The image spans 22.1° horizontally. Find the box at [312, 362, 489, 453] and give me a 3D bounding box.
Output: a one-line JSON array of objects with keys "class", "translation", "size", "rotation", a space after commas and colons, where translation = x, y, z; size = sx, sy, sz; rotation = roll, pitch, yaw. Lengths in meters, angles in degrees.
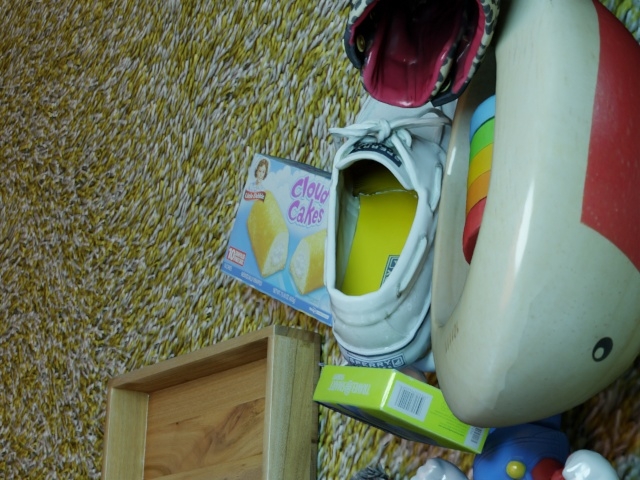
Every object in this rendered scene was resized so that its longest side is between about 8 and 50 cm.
[{"class": "box", "translation": [0.068, 0.150, 1.488], "size": [0.178, 0.109, 0.042], "rotation": [-6, 61, 68]}]

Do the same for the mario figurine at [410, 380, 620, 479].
[{"class": "mario figurine", "translation": [0.166, 0.212, 1.445], "size": [0.198, 0.170, 0.320], "rotation": [86, 177, -48]}]

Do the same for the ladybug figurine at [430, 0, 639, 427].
[{"class": "ladybug figurine", "translation": [0.200, -0.041, 1.407], "size": [0.305, 0.162, 0.449], "rotation": [109, 171, -56]}]

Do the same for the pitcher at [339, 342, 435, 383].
[{"class": "pitcher", "translation": [0.093, 0.054, 1.641], "size": [0.178, 0.125, 0.207], "rotation": [-27, 42, 50]}]

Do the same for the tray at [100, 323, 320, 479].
[{"class": "tray", "translation": [-0.143, 0.243, 2.011], "size": [0.411, 0.076, 0.202], "rotation": [-21, 62, 52]}]

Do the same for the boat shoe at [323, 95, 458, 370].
[{"class": "boat shoe", "translation": [0.060, -0.064, 1.571], "size": [0.136, 0.156, 0.367], "rotation": [0, 51, 19]}]

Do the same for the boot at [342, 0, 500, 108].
[{"class": "boot", "translation": [0.090, -0.243, 1.500], "size": [0.377, 0.138, 0.284], "rotation": [129, 161, -55]}]

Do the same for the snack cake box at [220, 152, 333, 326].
[{"class": "snack cake box", "translation": [0.000, 0.000, 1.860], "size": [0.264, 0.089, 0.152], "rotation": [22, 99, 57]}]

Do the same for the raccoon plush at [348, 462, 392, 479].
[{"class": "raccoon plush", "translation": [0.044, 0.275, 1.524], "size": [0.446, 0.216, 0.299], "rotation": [101, 157, -46]}]
